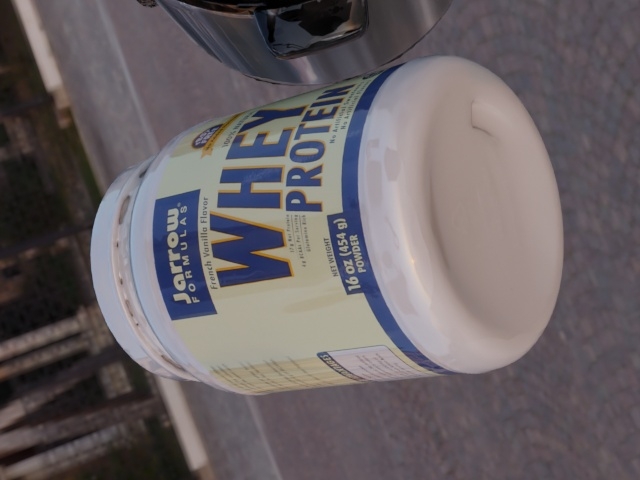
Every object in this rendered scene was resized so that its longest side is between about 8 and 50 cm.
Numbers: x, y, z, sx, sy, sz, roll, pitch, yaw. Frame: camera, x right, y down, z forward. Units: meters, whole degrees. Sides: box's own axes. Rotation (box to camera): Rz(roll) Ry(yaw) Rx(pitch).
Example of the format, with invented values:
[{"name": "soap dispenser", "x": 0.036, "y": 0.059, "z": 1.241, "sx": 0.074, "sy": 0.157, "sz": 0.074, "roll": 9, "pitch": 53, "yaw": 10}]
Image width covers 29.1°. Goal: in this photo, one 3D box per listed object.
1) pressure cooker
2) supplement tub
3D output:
[{"name": "pressure cooker", "x": -0.040, "y": -0.366, "z": 1.148, "sx": 0.370, "sy": 0.375, "sz": 0.420, "roll": 32, "pitch": 179, "yaw": 12}, {"name": "supplement tub", "x": 0.000, "y": 0.000, "z": 0.978, "sx": 0.325, "sy": 0.235, "sz": 0.235, "roll": -11, "pitch": 101, "yaw": 38}]
